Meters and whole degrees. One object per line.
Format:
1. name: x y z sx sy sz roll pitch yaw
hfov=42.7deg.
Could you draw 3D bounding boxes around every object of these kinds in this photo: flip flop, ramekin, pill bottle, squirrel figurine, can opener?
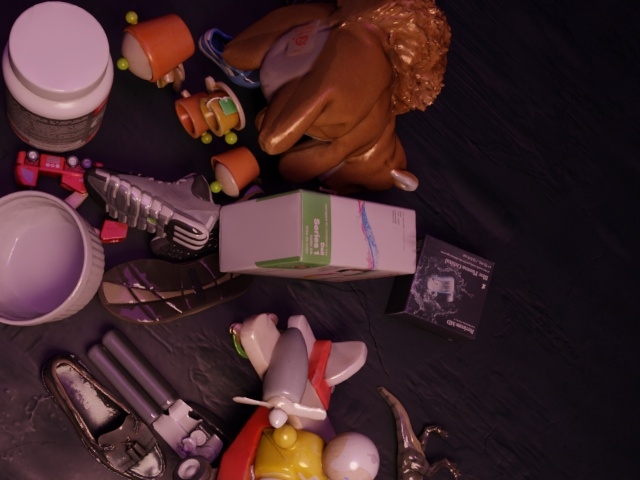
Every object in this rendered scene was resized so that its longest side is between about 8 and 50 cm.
1. flip flop: -0.245 0.080 1.397 0.277 0.080 0.112 -12 80 -36
2. ramekin: -0.439 0.033 1.278 0.207 0.109 0.207 -1 80 8
3. pill bottle: -0.410 -0.248 1.278 0.161 0.283 0.161 3 80 -19
4. squirrel figurine: 0.084 -0.242 1.414 0.397 0.281 0.370 -38 137 5
5. can opener: -0.267 0.263 1.357 0.074 0.093 0.280 -43 94 11

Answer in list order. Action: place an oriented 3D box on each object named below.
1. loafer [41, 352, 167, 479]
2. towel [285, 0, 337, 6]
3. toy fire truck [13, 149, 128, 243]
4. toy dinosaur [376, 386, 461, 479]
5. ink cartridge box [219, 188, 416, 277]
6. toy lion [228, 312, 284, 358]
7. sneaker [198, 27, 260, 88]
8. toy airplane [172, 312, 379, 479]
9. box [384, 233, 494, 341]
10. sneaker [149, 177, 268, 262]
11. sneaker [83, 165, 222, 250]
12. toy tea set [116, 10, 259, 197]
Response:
1. loafer: -0.347 0.291 1.311 0.096 0.084 0.267 -44 97 -21
2. towel: 0.076 -0.462 1.493 0.235 0.284 0.121 -11 83 -23
3. toy fire truck: -0.417 -0.071 1.371 0.192 0.047 0.135 7 79 -18
4. toy dinosaur: 0.184 0.394 1.501 0.118 0.064 0.268 -7 79 -14
5. ink cartridge box: 0.000 0.000 1.377 0.278 0.201 0.117 7 78 -44
6. toy lion: -0.103 0.182 1.451 0.100 0.034 0.096 -15 93 -21
7. sneaker: -0.159 -0.334 1.505 0.144 0.059 0.053 36 68 -12
8. toy airplane: -0.015 0.305 1.296 0.386 0.272 0.384 6 92 -54
9. box: 0.227 0.092 1.551 0.156 0.093 0.158 22 75 -15
10. sneaker: -0.200 -0.042 1.443 0.235 0.084 0.097 -25 60 -20
11. sneaker: -0.269 -0.080 1.367 0.229 0.086 0.132 29 49 0
12. toy tea set: -0.229 -0.217 1.355 0.124 0.200 0.336 -32 79 -20
